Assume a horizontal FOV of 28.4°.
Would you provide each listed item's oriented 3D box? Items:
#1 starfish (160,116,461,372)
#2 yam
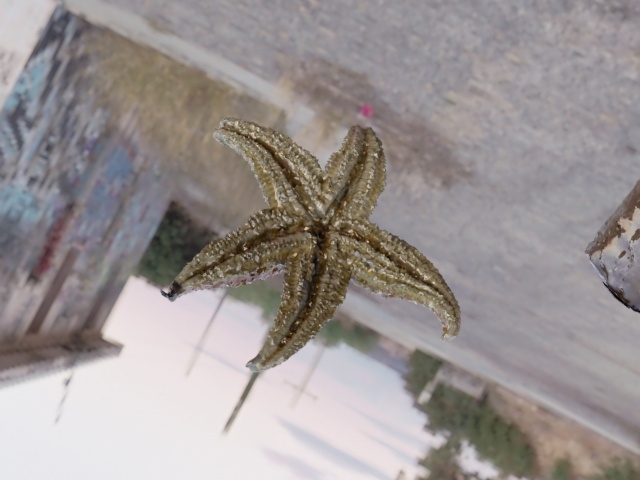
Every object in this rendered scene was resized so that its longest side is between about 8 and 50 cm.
[{"bbox_3d":[0.000,0.001,0.914,0.240,0.227,0.043,35,151,17],"label":"starfish"},{"bbox_3d":[0.252,-0.020,0.889,0.079,0.141,0.079,27,-155,-14],"label":"yam"}]
